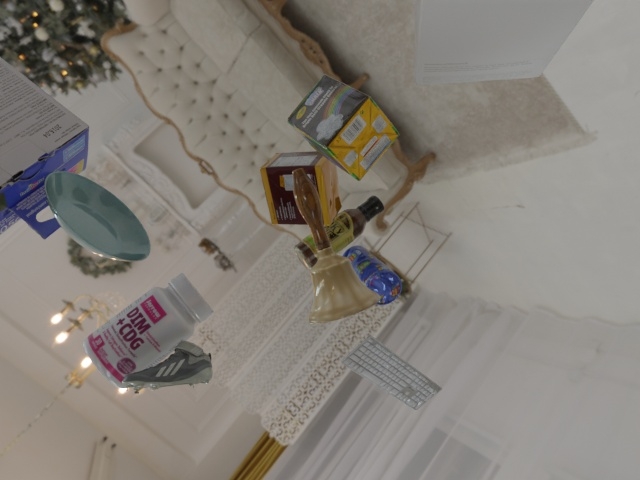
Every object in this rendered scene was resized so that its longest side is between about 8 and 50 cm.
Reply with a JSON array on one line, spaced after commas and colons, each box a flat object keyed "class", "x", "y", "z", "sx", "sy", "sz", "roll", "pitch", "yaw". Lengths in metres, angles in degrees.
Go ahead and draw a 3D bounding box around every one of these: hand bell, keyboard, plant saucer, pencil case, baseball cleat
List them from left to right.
[{"class": "plant saucer", "x": -0.368, "y": -0.029, "z": 0.749, "sx": 0.195, "sy": 0.037, "sz": 0.195, "roll": 47, "pitch": -172, "yaw": -9}, {"class": "baseball cleat", "x": -0.349, "y": 0.288, "z": 1.051, "sx": 0.205, "sy": 0.110, "sz": 0.072, "roll": 11, "pitch": 151, "yaw": -40}, {"class": "hand bell", "x": 0.000, "y": 0.000, "z": 0.750, "sx": 0.126, "sy": 0.126, "sz": 0.242, "roll": -13, "pitch": 97, "yaw": 70}, {"class": "pencil case", "x": 0.157, "y": 0.113, "z": 1.544, "sx": 0.119, "sy": 0.133, "sz": 0.306, "roll": 59, "pitch": 175, "yaw": -21}, {"class": "keyboard", "x": 0.139, "y": 0.253, "z": 0.855, "sx": 0.256, "sy": 0.072, "sz": 0.014, "roll": 40, "pitch": -175, "yaw": -34}]

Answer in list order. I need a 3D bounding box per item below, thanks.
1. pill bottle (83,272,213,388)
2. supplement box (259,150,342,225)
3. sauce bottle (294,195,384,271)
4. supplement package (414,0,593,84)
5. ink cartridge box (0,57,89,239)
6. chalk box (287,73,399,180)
[{"class": "pill bottle", "x": -0.424, "y": 0.219, "z": 1.155, "sx": 0.160, "sy": 0.283, "sz": 0.160, "roll": 46, "pitch": 163, "yaw": 18}, {"class": "supplement box", "x": -0.055, "y": -0.158, "z": 1.391, "sx": 0.194, "sy": 0.129, "sz": 0.191, "roll": 2, "pitch": 121, "yaw": 20}, {"class": "sauce bottle", "x": 0.070, "y": -0.034, "z": 1.577, "sx": 0.111, "sy": 0.344, "sz": 0.111, "roll": 47, "pitch": 164, "yaw": 18}, {"class": "supplement package", "x": 0.196, "y": -0.317, "z": 0.509, "sx": 0.175, "sy": 0.178, "sz": 0.293, "roll": 0, "pitch": 177, "yaw": 11}, {"class": "ink cartridge box", "x": -0.604, "y": -0.170, "z": 0.787, "sx": 0.395, "sy": 0.270, "sz": 0.151, "roll": 38, "pitch": 142, "yaw": -5}, {"class": "chalk box", "x": 0.033, "y": -0.246, "z": 0.968, "sx": 0.132, "sy": 0.132, "sz": 0.213, "roll": 36, "pitch": -173, "yaw": -44}]
